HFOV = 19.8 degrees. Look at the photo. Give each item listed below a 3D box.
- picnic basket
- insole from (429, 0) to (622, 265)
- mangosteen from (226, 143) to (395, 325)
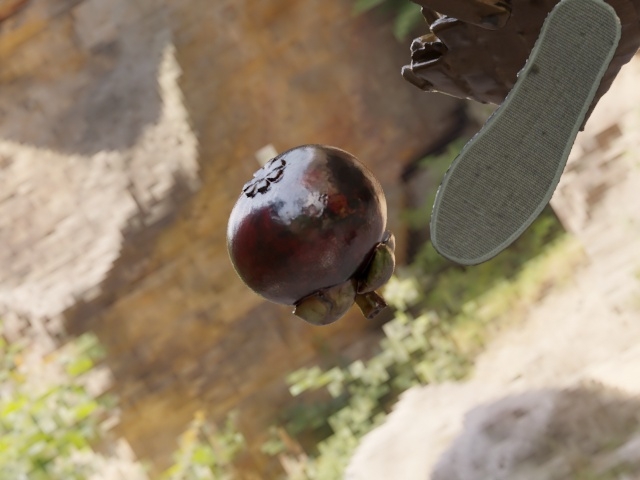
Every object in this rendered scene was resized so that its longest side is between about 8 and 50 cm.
[{"bbox_3d":[0.146,-0.271,1.526,0.291,0.321,0.254,121,168,-53],"label":"picnic basket"},{"bbox_3d":[0.158,-0.080,1.395,0.232,0.080,0.003,-60,-6,13],"label":"insole"},{"bbox_3d":[0.000,0.000,1.910,0.200,0.200,0.200,-30,5,3],"label":"mangosteen"}]
